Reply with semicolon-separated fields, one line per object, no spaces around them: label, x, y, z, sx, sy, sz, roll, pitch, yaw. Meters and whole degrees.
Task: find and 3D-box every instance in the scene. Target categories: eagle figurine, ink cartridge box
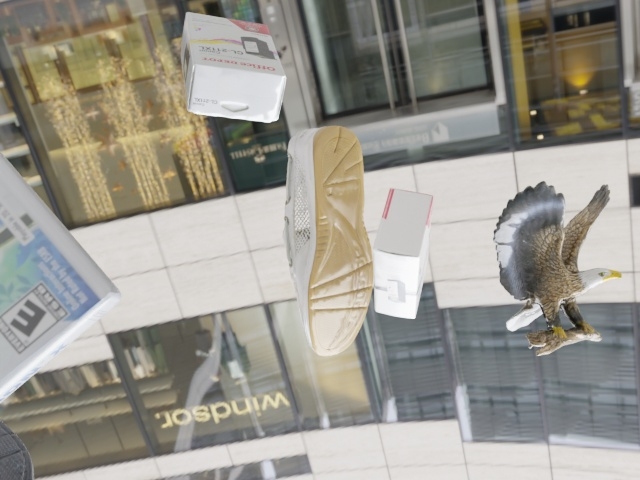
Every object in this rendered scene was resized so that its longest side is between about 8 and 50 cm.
eagle figurine;0.448;0.048;1.190;0.225;0.298;0.226;-10;174;13
ink cartridge box;-0.128;-0.249;0.906;0.127;0.072;0.175;3;-141;-19
ink cartridge box;0.163;0.030;1.258;0.092;0.218;0.159;11;-126;12

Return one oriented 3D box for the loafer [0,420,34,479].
loafer;-0.324;0.292;0.625;0.302;0.095;0.109;38;-155;30

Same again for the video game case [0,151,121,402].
video game case;-0.359;0.015;0.438;0.300;0.329;0.036;-41;175;-9

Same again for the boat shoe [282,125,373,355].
boat shoe;0.000;0.000;0.784;0.098;0.277;0.096;-6;-170;-38
